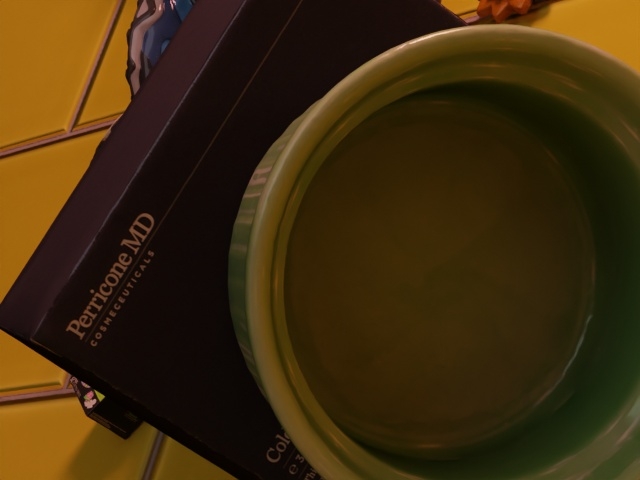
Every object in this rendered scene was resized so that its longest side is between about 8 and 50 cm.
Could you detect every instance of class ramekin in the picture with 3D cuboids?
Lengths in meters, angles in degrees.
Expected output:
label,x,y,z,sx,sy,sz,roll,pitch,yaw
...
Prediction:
label,x,y,z,sx,sy,sz,roll,pitch,yaw
ramekin,0.087,0.024,1.076,0.303,0.303,0.148,-56,14,-6

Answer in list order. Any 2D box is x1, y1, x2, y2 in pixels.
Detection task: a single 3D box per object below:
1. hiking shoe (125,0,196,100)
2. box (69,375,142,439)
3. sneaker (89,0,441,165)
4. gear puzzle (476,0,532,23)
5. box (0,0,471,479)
label,x,y,z,sx,sy,sz,roll,pitch,yaw
hiking shoe,-0.099,-0.236,1.742,0.132,0.113,0.304,4,69,36
box,-0.173,0.122,1.561,0.083,0.052,0.062,-46,37,7
sneaker,-0.043,-0.140,1.618,0.410,0.158,0.182,-39,7,21
gear puzzle,0.198,-0.336,1.557,0.175,0.044,0.339,-4,57,46
box,0.000,0.000,1.226,0.343,0.312,0.179,-58,17,-9
